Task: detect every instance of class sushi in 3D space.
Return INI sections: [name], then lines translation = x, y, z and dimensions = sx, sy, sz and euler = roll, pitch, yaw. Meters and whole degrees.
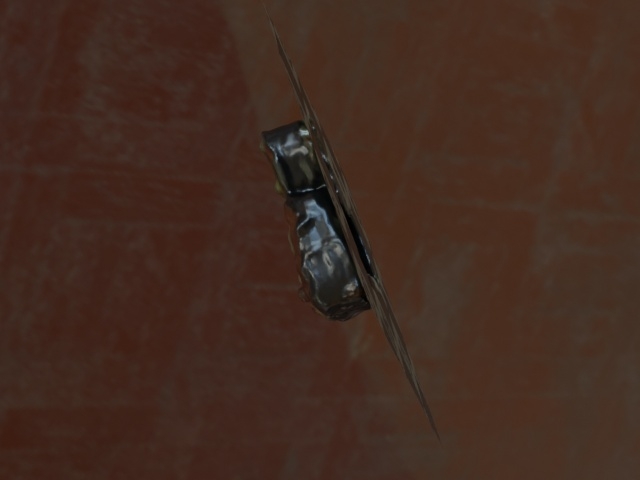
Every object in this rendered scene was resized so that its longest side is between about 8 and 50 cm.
[sushi]
translation = 0.000, 0.000, 1.149
dimensions = 0.047, 0.231, 0.219
euler = -22, 148, 4
